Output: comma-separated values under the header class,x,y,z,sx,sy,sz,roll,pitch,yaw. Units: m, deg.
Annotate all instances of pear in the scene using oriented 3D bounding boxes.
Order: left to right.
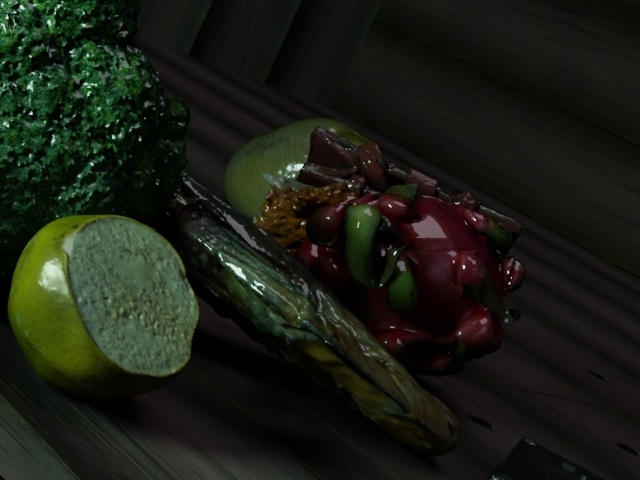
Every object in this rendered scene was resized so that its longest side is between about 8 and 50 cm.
class,x,y,z,sx,sy,sz,roll,pitch,yaw
pear,-0.158,0.053,1.123,0.141,0.104,0.141,27,47,-32

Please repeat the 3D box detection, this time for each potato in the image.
class,x,y,z,sx,sy,sz,roll,pitch,yaw
potato,-0.021,-0.076,2.052,0.235,0.160,0.178,0,-25,45

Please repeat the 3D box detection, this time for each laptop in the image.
class,x,y,z,sx,sy,sz,roll,pitch,yaw
laptop,0.221,0.223,1.375,0.154,0.026,0.207,26,9,12

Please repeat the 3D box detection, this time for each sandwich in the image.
class,x,y,z,sx,sy,sz,roll,pitch,yaw
sandwich,0.008,0.003,1.684,0.185,0.160,0.109,13,31,-18

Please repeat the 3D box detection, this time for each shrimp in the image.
class,x,y,z,sx,sy,sz,roll,pitch,yaw
shrimp,-0.066,0.030,1.319,0.445,0.085,0.272,40,-2,8

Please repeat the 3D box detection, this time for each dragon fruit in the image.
class,x,y,z,sx,sy,sz,roll,pitch,yaw
dragon fruit,0.068,0.042,1.520,0.273,0.198,0.218,7,34,-45

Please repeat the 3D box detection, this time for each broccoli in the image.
class,x,y,z,sx,sy,sz,roll,pitch,yaw
broccoli,-0.233,-0.092,1.222,0.265,0.294,0.245,-6,27,-9

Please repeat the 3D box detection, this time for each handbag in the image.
class,x,y,z,sx,sy,sz,roll,pitch,yaw
handbag,0.085,-0.005,1.823,0.260,0.084,0.275,26,-19,5

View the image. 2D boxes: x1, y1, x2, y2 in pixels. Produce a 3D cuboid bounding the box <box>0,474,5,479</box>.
class,x,y,z,sx,sy,sz,roll,pitch,yaw
box,-0.219,0.127,0.671,0.224,0.069,0.120,17,11,-44
